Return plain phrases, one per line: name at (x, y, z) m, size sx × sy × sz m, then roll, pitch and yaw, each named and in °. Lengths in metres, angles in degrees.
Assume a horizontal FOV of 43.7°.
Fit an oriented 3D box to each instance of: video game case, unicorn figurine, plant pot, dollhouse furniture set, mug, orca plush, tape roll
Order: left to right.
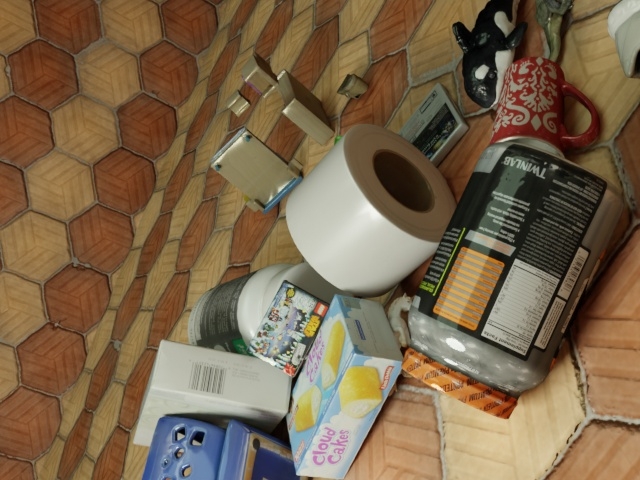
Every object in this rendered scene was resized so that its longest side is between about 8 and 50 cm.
plant pot at (-0.155, 0.439, 1.362) m, size 0.212 × 0.236 × 0.236 m, roll -15°, pitch 53°, yaw 35°
dollhouse furniture set at (-0.166, -0.271, 1.975) m, size 0.303 × 0.286 × 0.198 m, roll -44°, pitch 30°, yaw 15°
tape roll at (0.087, -0.050, 1.337) m, size 0.169 × 0.246 × 0.246 m, roll -45°, pitch 31°, yaw 37°
unicorn figurine at (0.125, 0.160, 1.288) m, size 0.162 × 0.060 × 0.111 m, roll -56°, pitch 29°, yaw 14°
video game case at (0.193, -0.186, 1.518) m, size 0.190 × 0.022 × 0.173 m, roll -51°, pitch 28°, yaw 25°
orca plush at (0.284, -0.368, 1.378) m, size 0.151 × 0.102 × 0.287 m, roll 162°, pitch 130°, yaw -76°
mug at (0.329, -0.178, 1.186) m, size 0.113 × 0.150 × 0.169 m, roll 87°, pitch -165°, yaw -57°

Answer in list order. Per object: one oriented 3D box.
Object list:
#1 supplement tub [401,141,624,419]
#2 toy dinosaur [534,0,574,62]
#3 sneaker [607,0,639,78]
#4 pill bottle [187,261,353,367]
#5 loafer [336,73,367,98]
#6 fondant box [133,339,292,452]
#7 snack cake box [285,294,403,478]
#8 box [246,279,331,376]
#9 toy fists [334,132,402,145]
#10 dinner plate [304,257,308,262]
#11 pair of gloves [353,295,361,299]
supplement tub at (0.235, 0.051, 1.017) m, size 0.316 × 0.193 × 0.193 m, roll -64°, pitch 25°, yaw 0°
toy dinosaur at (0.381, -0.381, 1.288) m, size 0.118 × 0.064 × 0.268 m, roll 124°, pitch 157°, yaw -55°
sneaker at (0.480, -0.292, 0.996) m, size 0.262 × 0.099 × 0.121 m, roll -41°, pitch 41°, yaw 54°
pill bottle at (-0.101, 0.157, 1.559) m, size 0.361 × 0.204 × 0.204 m, roll -22°, pitch 48°, yaw 56°
loafer at (0.076, -0.357, 1.872) m, size 0.056 × 0.050 × 0.148 m, roll -58°, pitch 10°, yaw 7°
fondant box at (-0.208, 0.309, 1.486) m, size 0.330 × 0.238 × 0.096 m, roll 120°, pitch 159°, yaw -56°
snack cake box at (0.031, 0.239, 1.299) m, size 0.152 × 0.089 × 0.264 m, roll -110°, pitch 37°, yaw -55°
box at (-0.052, 0.148, 1.346) m, size 0.137 × 0.093 × 0.027 m, roll -63°, pitch -8°, yaw 2°
toy fists at (0.069, -0.140, 1.601) m, size 0.279 × 0.096 × 0.142 m, roll -174°, pitch 96°, yaw -71°
dinner plate at (0.000, 0.000, 1.728) m, size 0.141 × 0.017 × 0.141 m, roll -45°, pitch 32°, yaw 39°
pair of gloves at (0.065, 0.089, 1.526) m, size 0.083 × 0.010 × 0.074 m, roll 6°, pitch 74°, yaw 66°
